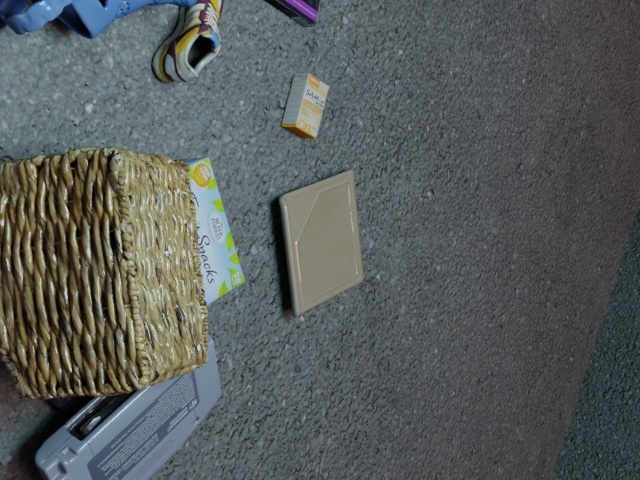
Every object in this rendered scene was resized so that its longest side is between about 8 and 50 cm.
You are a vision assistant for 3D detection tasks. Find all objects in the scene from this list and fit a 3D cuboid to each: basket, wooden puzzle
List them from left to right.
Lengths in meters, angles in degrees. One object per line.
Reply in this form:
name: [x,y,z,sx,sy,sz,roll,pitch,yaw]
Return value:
basket: [-0.285,0.043,1.151,0.223,0.213,0.299,-3,86,-76]
wooden puzzle: [0.000,0.000,1.636,0.238,0.044,0.221,-27,116,-52]

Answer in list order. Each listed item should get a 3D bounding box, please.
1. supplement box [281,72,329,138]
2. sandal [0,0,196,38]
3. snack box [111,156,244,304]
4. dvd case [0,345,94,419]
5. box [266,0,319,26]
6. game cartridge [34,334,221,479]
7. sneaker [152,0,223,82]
supplement box: [-0.026,-0.233,1.562,0.062,0.036,0.098,23,77,-52]
sandal: [-0.294,-0.323,1.149,0.317,0.126,0.138,-4,103,-43]
snack box: [-0.215,0.002,1.324,0.174,0.070,0.207,-32,116,-45]
dvd case: [-0.336,0.146,1.244,0.164,0.018,0.221,-60,137,-26]
box: [-0.035,-0.459,1.520,0.116,0.029,0.162,21,81,-52]
game cartridge: [-0.261,0.265,1.275,0.297,0.062,0.198,-43,153,-33]
sneaker: [-0.172,-0.309,1.325,0.069,0.084,0.185,40,65,-47]
